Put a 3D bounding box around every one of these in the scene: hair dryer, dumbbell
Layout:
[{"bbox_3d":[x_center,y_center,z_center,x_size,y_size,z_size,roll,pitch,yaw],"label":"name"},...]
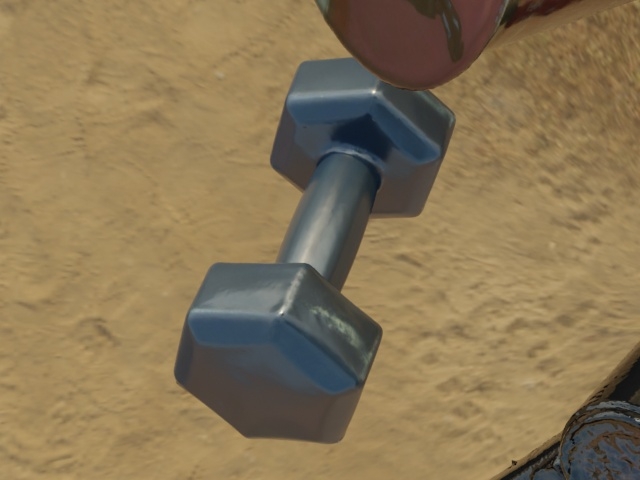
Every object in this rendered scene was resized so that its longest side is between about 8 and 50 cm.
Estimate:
[{"bbox_3d":[0.179,0.125,0.905,0.089,0.197,0.251,49,136,4],"label":"hair dryer"},{"bbox_3d":[0.000,0.001,1.146,0.156,0.316,0.144,40,136,-20],"label":"dumbbell"}]

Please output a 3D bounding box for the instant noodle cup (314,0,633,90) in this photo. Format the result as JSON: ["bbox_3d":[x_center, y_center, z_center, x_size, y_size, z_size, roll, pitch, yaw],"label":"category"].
[{"bbox_3d":[0.100,-0.199,0.701,0.179,0.235,0.234,-13,82,-25],"label":"instant noodle cup"}]
